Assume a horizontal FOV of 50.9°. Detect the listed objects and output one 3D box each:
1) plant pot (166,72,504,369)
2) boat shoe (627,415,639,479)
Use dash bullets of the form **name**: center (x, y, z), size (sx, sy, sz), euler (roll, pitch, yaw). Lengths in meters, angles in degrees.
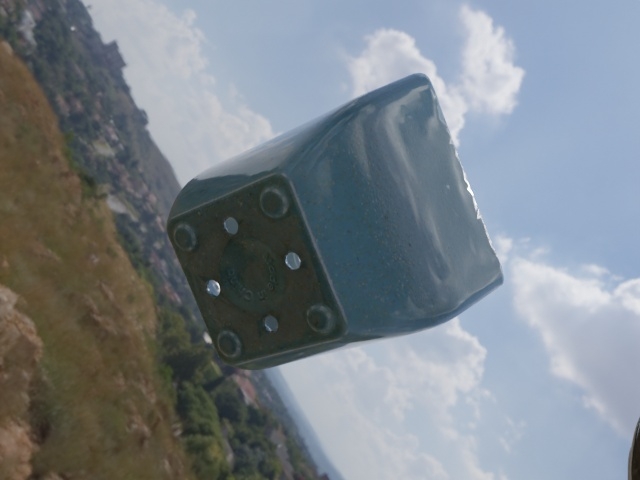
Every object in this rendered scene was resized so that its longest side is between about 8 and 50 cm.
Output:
- **plant pot**: center (0.000, 0.000, 0.668), size (0.252, 0.247, 0.247), euler (-29, 98, -58)
- **boat shoe**: center (0.253, 0.117, 0.456), size (0.078, 0.070, 0.219), euler (16, -82, 41)
